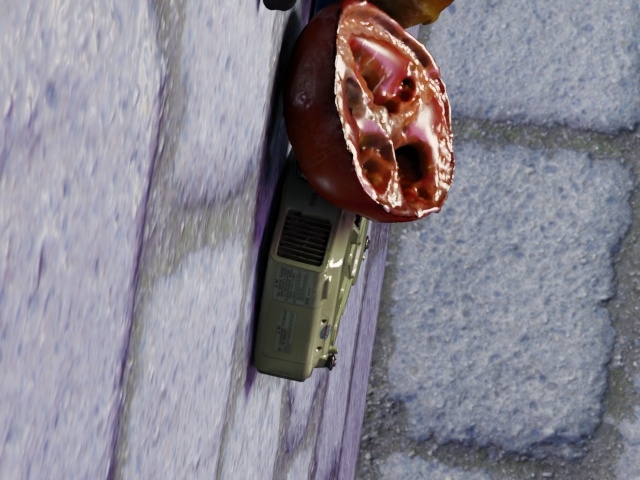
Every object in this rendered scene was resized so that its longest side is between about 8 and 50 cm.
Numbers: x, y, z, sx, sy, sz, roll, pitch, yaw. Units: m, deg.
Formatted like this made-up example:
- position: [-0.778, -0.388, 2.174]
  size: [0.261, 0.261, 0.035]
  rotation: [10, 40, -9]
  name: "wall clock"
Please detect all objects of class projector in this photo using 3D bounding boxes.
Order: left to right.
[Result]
- position: [0.000, 0.000, 1.910]
  size: [0.269, 0.088, 0.193]
  rotation: [-72, 172, -58]
  name: "projector"

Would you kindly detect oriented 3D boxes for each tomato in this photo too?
- position: [0.035, -0.116, 1.803]
  size: [0.228, 0.101, 0.228]
  rotation: [34, 48, -47]
  name: "tomato"

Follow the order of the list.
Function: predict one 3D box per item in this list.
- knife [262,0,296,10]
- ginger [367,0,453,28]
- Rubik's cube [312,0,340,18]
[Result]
- position: [-0.023, -0.294, 1.596]
  size: [0.060, 0.028, 0.230]
  rotation: [116, -17, -66]
  name: "knife"
- position: [0.127, -0.370, 1.779]
  size: [0.274, 0.152, 0.357]
  rotation: [-65, -177, -22]
  name: "ginger"
- position: [0.093, -0.320, 2.054]
  size: [0.234, 0.250, 0.284]
  rotation: [150, -54, -72]
  name: "Rubik's cube"
